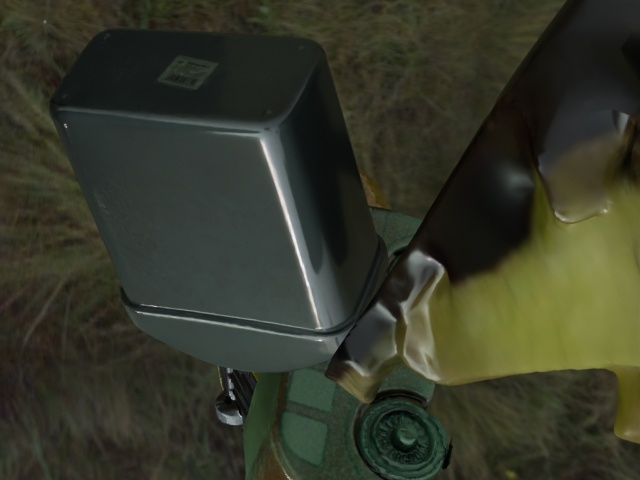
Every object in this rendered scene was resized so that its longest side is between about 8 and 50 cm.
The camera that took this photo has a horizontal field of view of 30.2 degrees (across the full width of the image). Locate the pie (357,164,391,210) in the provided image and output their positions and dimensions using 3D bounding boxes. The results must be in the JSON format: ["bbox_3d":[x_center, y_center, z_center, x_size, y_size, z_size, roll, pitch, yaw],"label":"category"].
[{"bbox_3d":[-0.001,0.001,1.315,0.308,0.308,0.085,39,132,-16],"label":"pie"}]

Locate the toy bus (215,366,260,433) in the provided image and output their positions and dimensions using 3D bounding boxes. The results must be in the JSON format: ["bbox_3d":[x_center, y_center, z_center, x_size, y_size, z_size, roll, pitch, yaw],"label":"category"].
[{"bbox_3d":[-0.025,0.208,1.404,0.151,0.331,0.145,-15,126,-17],"label":"toy bus"}]

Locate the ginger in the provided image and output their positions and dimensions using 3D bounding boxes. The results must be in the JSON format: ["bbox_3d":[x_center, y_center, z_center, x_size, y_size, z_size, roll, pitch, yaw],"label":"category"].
[{"bbox_3d":[0.186,-0.017,0.640,0.211,0.413,0.358,37,133,5],"label":"ginger"}]

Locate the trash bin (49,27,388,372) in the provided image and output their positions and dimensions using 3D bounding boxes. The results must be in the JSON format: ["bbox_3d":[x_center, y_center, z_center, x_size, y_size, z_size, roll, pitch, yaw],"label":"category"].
[{"bbox_3d":[-0.058,-0.018,0.763,0.177,0.101,0.236,8,140,22],"label":"trash bin"}]

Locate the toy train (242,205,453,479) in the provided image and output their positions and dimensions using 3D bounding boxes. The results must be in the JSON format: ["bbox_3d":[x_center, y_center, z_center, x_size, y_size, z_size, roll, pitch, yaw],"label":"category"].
[{"bbox_3d":[0.028,0.117,0.977,0.159,0.129,0.326,16,52,-4],"label":"toy train"}]
